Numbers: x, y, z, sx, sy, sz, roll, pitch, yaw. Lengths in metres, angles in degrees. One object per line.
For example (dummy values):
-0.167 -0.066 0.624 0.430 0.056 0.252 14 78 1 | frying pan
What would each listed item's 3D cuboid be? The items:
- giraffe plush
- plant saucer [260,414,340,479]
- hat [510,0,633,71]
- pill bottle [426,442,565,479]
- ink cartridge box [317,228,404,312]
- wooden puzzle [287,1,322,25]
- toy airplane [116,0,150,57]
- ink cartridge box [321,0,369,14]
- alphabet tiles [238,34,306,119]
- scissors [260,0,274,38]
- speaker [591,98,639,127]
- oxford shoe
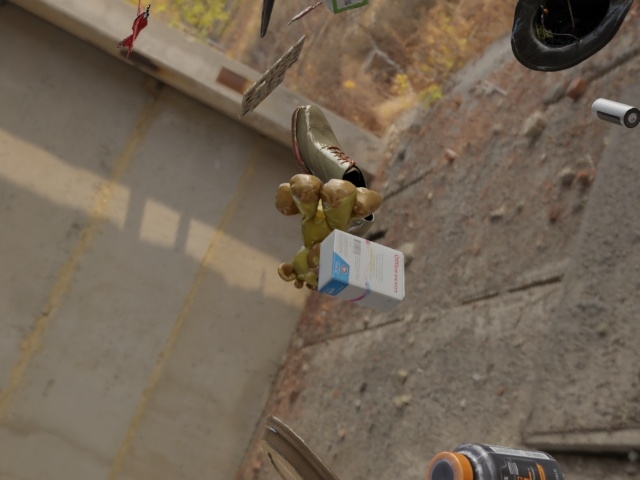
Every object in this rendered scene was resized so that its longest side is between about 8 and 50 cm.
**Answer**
0.000 0.000 1.531 0.210 0.181 0.170 111 168 -75 | giraffe plush
-0.009 0.399 1.420 0.041 0.278 0.278 -38 6 -18 | plant saucer
0.631 -0.529 2.143 0.331 0.134 0.331 -22 55 37 | hat
0.303 0.425 1.550 0.130 0.246 0.130 -26 57 49 | pill bottle
0.062 0.047 1.331 0.052 0.122 0.088 -46 32 49 | ink cartridge box
-0.035 -0.458 1.783 0.083 0.006 0.049 -39 17 -15 | wooden puzzle
-0.397 -0.448 1.895 0.151 0.028 0.151 -38 42 46 | toy airplane
0.013 -0.442 1.255 0.109 0.062 0.209 -120 14 -46 | ink cartridge box
-0.117 -0.372 2.065 0.198 0.009 0.237 -46 1 -11 | alphabet tiles
-0.075 -0.442 1.373 0.297 0.109 0.021 -53 37 41 | scissors
0.757 -0.327 2.270 0.055 0.055 0.136 -61 27 7 | speaker
0.040 -0.164 1.968 0.130 0.123 0.348 -37 70 49 | oxford shoe
